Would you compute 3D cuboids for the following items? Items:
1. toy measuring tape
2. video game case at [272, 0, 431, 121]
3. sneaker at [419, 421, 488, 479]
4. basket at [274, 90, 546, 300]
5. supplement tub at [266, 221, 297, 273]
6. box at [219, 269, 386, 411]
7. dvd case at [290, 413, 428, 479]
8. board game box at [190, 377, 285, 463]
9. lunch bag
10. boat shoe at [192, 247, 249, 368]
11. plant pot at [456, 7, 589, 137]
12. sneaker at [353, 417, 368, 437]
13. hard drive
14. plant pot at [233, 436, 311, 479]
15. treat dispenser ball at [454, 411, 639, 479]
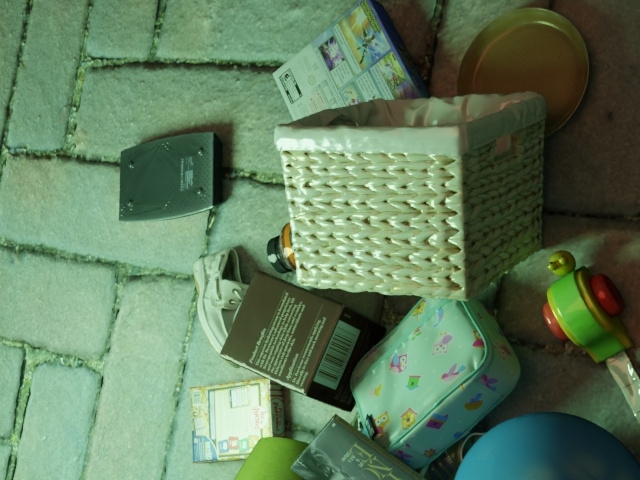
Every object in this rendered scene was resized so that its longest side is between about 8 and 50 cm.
[{"bbox_3d":[0.422,0.157,1.597,0.121,0.121,0.330,-34,65,25],"label":"toy measuring tape"},{"bbox_3d":[0.061,-0.267,1.945,0.244,0.061,0.270,-36,64,26],"label":"video game case"},{"bbox_3d":[0.217,0.376,1.726,0.086,0.064,0.192,18,89,40],"label":"sneaker"},{"bbox_3d":[0.157,-0.081,1.665,0.331,0.328,0.267,2,105,33],"label":"basket"},{"bbox_3d":[0.000,0.000,1.915,0.198,0.106,0.106,-21,71,30],"label":"supplement tub"},{"bbox_3d":[-0.029,0.176,1.853,0.203,0.167,0.168,20,84,35],"label":"box"},{"bbox_3d":[0.075,0.387,1.701,0.221,0.018,0.164,35,131,1],"label":"dvd case"},{"bbox_3d":[-0.157,0.340,1.998,0.193,0.045,0.147,-11,75,32],"label":"board game box"},{"bbox_3d":[0.173,0.218,1.728,0.279,0.108,0.224,-44,38,18],"label":"lunch bag"},{"bbox_3d":[-0.170,0.113,1.985,0.096,0.098,0.277,-33,45,13],"label":"boat shoe"},{"bbox_3d":[0.340,-0.271,1.776,0.236,0.032,0.236,-7,78,34],"label":"plant pot"},{"bbox_3d":[0.109,0.395,1.798,0.081,0.080,0.211,-18,82,24],"label":"sneaker"},{"bbox_3d":[-0.304,-0.124,2.172,0.254,0.054,0.172,-8,77,33],"label":"hard drive"},{"bbox_3d":[-0.071,0.494,1.805,0.274,0.275,0.294,-2,64,34],"label":"plant pot"},{"bbox_3d":[0.329,0.389,1.514,0.288,0.288,0.288,-6,78,33],"label":"treat dispenser ball"}]
